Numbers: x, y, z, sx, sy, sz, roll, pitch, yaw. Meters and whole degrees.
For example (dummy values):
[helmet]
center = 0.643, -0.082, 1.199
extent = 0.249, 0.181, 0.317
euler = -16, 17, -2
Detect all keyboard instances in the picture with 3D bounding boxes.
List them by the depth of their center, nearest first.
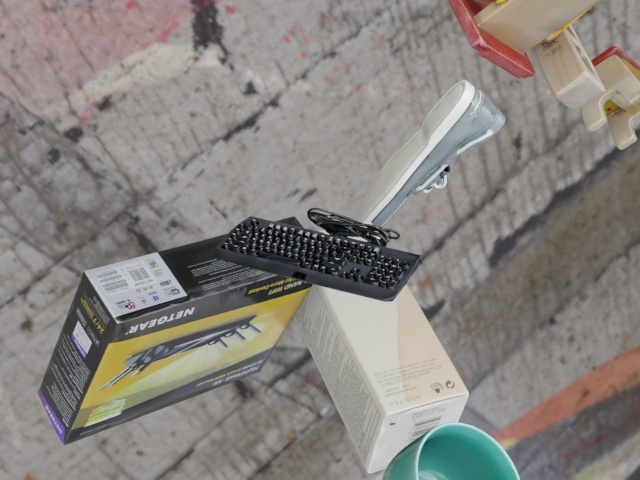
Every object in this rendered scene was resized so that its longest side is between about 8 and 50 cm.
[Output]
[keyboard]
center = 0.000, 0.000, 0.987
extent = 0.100, 0.192, 0.038
euler = -50, 146, -48

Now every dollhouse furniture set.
[dollhouse furniture set]
center = 0.295, -0.253, 1.073
extent = 0.201, 0.152, 0.374
euler = -34, 150, 28

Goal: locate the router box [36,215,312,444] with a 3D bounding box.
[router box]
center = -0.167, 0.106, 1.255
extent = 0.308, 0.081, 0.243
euler = -16, 149, -40

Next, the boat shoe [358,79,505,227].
[boat shoe]
center = 0.176, -0.117, 1.695
extent = 0.099, 0.116, 0.319
euler = 29, 123, -16

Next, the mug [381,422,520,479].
[mug]
center = 0.114, 0.260, 1.047
extent = 0.157, 0.129, 0.097
euler = 14, 142, -24

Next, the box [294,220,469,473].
[box]
center = 0.065, 0.136, 1.397
extent = 0.121, 0.311, 0.148
euler = -12, 142, -20
